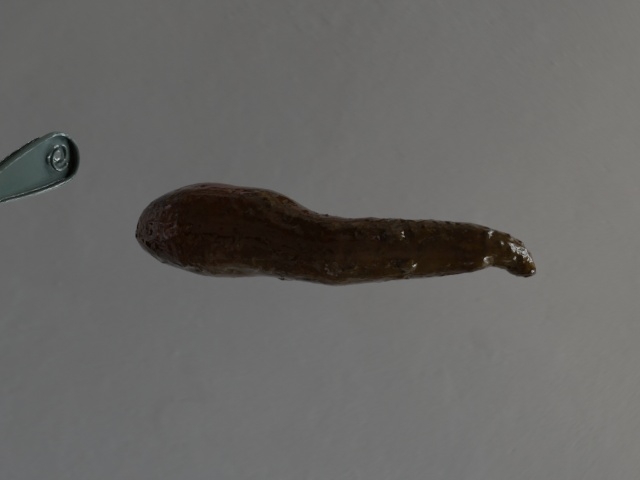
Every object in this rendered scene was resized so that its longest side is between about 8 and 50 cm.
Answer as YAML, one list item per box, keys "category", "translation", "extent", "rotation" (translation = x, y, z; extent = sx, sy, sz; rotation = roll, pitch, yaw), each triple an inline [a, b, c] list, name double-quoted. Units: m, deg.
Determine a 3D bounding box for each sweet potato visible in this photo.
- category: "sweet potato"
  translation: [0.000, 0.000, 0.734]
  extent: [0.214, 0.050, 0.050]
  rotation: [6, -89, 21]

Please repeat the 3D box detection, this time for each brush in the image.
- category: "brush"
  translation: [-0.292, -0.024, 1.197]
  extent: [0.060, 0.297, 0.068]
  rotation: [6, -63, 38]
